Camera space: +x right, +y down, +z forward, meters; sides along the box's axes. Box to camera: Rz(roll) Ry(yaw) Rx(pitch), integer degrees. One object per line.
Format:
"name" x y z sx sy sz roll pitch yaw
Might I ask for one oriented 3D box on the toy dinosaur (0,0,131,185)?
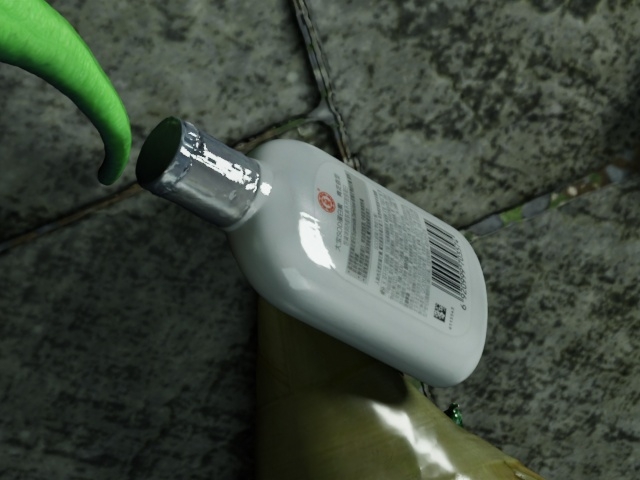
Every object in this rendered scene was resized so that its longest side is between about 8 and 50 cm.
"toy dinosaur" -0.330 -0.114 0.913 0.374 0.144 0.500 -20 142 -3

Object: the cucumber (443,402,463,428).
"cucumber" 0.105 0.196 1.363 0.037 0.037 0.155 -6 121 -18

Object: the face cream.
"face cream" 0.000 0.000 1.141 0.291 0.144 0.071 28 134 -34

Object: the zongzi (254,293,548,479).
"zongzi" 0.152 0.198 1.257 0.447 0.181 0.418 -1 106 -4
